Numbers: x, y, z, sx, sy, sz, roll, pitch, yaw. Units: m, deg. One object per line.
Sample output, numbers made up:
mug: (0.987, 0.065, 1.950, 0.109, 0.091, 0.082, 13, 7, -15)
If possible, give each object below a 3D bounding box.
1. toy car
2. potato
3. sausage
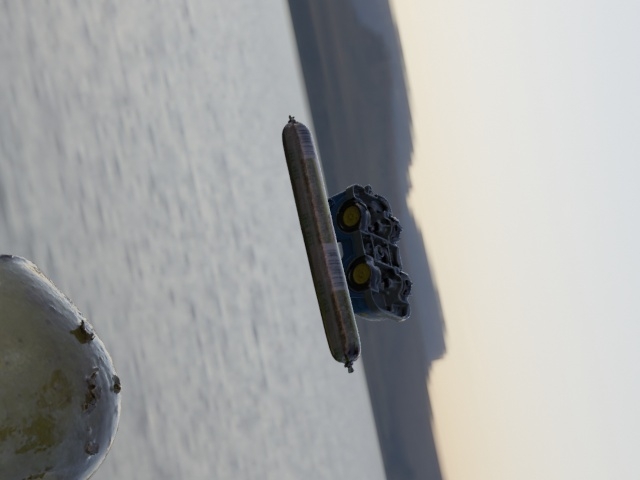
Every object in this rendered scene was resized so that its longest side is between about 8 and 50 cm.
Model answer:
toy car: (0.051, 0.023, 1.881, 0.097, 0.100, 0.191, 22, 51, -51)
potato: (-0.483, 0.278, 2.027, 0.319, 0.442, 0.385, 45, -25, 25)
sausage: (0.000, 0.000, 1.375, 0.033, 0.033, 0.269, 74, 3, -74)
